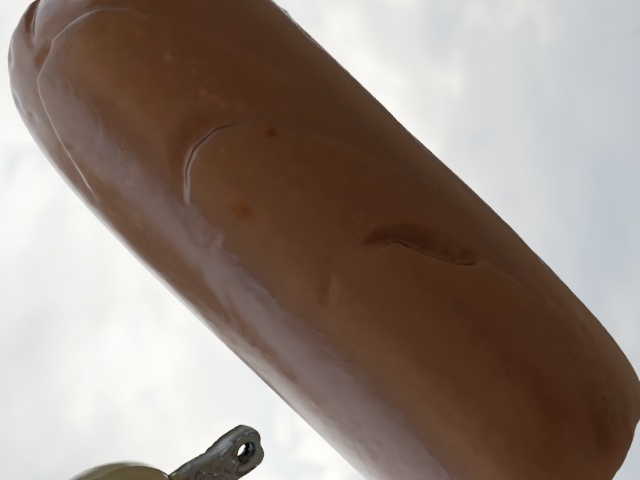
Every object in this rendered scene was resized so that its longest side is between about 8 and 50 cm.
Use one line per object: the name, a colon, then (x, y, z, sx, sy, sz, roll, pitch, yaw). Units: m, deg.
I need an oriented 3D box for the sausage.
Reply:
sausage: (-0.001, -0.001, 0.796, 0.304, 0.121, 0.121, 45, -155, -1)

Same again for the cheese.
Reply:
cheese: (-0.105, 0.170, 1.131, 0.171, 0.047, 0.092, -15, -55, -38)
